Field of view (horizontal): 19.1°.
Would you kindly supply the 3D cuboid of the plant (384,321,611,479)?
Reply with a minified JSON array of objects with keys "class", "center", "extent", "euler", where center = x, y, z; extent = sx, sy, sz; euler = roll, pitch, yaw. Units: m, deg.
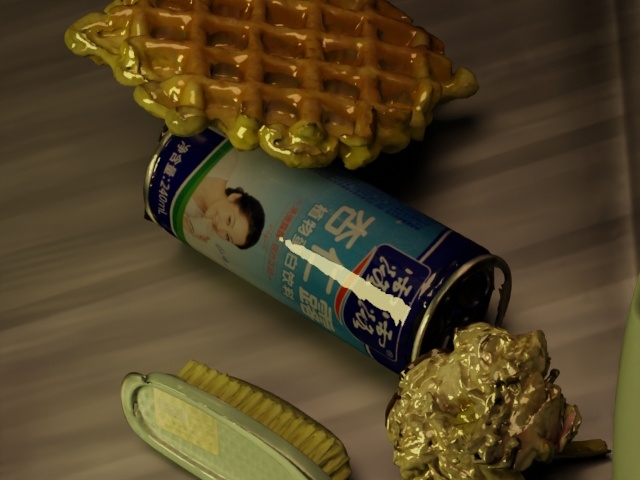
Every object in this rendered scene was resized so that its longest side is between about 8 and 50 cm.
[{"class":"plant","center":[0.105,0.108,1.095],"extent":[0.116,0.122,0.104],"euler":[-29,49,36]}]

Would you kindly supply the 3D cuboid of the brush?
[{"class":"brush","center":[0.009,0.145,1.119],"extent":[0.297,0.068,0.060],"euler":[29,46,27]}]

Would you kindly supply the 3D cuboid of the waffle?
[{"class":"waffle","center":[-0.028,-0.117,1.248],"extent":[0.238,0.059,0.243],"euler":[34,39,30]}]

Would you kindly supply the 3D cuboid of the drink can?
[{"class":"drink can","center":[0.000,0.000,1.195],"extent":[0.235,0.097,0.097],"euler":[30,68,30]}]

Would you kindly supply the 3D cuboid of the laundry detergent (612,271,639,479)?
[{"class":"laundry detergent","center":[0.266,0.081,1.045],"extent":[0.264,0.125,0.398],"euler":[28,68,30]}]
